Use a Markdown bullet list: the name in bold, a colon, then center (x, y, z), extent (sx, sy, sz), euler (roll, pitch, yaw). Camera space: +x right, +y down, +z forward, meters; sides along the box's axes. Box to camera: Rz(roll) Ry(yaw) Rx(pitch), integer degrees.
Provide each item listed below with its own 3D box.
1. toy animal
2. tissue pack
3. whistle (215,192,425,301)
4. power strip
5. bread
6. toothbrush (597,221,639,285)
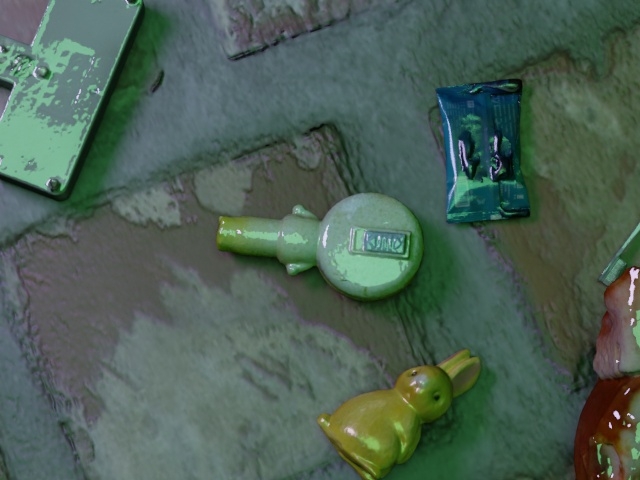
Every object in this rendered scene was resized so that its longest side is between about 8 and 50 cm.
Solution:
- **toy animal**: center (0.081, 0.149, 1.738), extent (0.159, 0.070, 0.083), euler (-39, 80, -11)
- **tissue pack**: center (0.158, -0.087, 1.800), extent (0.085, 0.028, 0.138), euler (-4, 76, 0)
- **whistle**: center (0.000, 0.000, 1.768), extent (0.198, 0.057, 0.104), euler (7, 79, 1)
- **power strip**: center (-0.273, -0.161, 1.799), extent (0.145, 0.061, 0.215), euler (20, 79, 3)
- **bread**: center (0.381, 0.172, 1.678), extent (0.295, 0.114, 0.327), euler (7, 88, -8)
- **toothbrush**: center (0.326, -0.036, 1.794), extent (0.017, 0.014, 0.194), euler (35, 81, 7)
